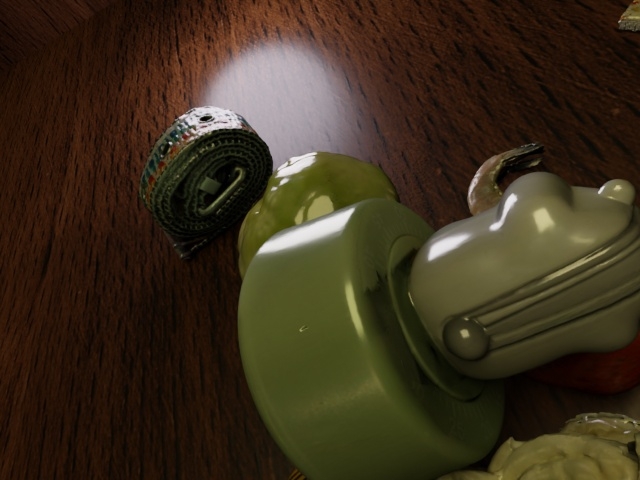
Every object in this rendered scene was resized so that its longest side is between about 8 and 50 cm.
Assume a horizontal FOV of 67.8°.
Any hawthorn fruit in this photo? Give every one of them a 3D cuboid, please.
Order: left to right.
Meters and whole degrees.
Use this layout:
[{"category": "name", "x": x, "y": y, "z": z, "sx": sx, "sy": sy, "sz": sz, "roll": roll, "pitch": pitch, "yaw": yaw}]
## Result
[{"category": "hawthorn fruit", "x": 0.293, "y": 0.054, "z": 0.539, "sx": 0.208, "sy": 0.243, "sz": 0.207, "roll": -10, "pitch": 53, "yaw": 13}]

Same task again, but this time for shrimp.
[{"category": "shrimp", "x": 0.341, "y": -0.079, "z": 0.732, "sx": 0.219, "sy": 0.046, "sz": 0.152, "roll": 8, "pitch": 67, "yaw": 32}]

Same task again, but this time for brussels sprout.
[{"category": "brussels sprout", "x": 0.008, "y": -0.002, "z": 0.747, "sx": 0.274, "sy": 0.243, "sz": 0.316, "roll": -34, "pitch": 40, "yaw": 37}]

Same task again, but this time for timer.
[{"category": "timer", "x": 0.133, "y": 0.055, "z": 0.436, "sx": 0.315, "sy": 0.291, "sz": 0.290, "roll": -30, "pitch": 48, "yaw": 31}]

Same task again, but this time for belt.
[{"category": "belt", "x": -0.237, "y": -0.122, "z": 0.965, "sx": 0.295, "sy": 0.207, "sz": 0.160, "roll": -41, "pitch": 48, "yaw": 0}]

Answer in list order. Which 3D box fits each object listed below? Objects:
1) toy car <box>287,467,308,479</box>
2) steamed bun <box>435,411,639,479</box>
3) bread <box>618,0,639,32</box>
[{"category": "toy car", "x": 0.023, "y": 0.359, "z": 0.547, "sx": 0.201, "sy": 0.142, "sz": 0.247, "roll": -8, "pitch": 58, "yaw": 23}, {"category": "steamed bun", "x": 0.251, "y": 0.332, "z": 0.386, "sx": 0.393, "sy": 0.238, "sz": 0.346, "roll": -65, "pitch": 25, "yaw": 18}, {"category": "bread", "x": 0.599, "y": -0.378, "z": 0.802, "sx": 0.154, "sy": 0.028, "sz": 0.068, "roll": 29, "pitch": 74, "yaw": 37}]
